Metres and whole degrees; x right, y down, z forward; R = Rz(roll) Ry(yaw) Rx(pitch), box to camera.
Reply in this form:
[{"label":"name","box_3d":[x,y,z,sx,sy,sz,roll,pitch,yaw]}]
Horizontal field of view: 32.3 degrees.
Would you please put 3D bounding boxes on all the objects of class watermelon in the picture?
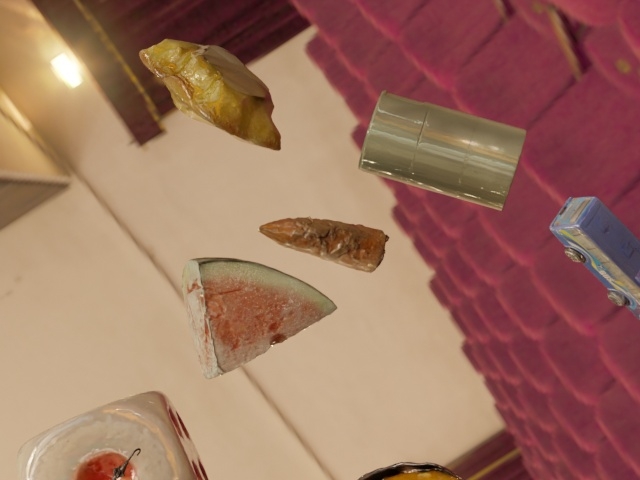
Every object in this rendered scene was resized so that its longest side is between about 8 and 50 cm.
[{"label":"watermelon","box_3d":[-0.123,0.144,1.884,0.262,0.201,0.213,15,165,-16]}]

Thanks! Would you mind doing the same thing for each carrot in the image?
[{"label":"carrot","box_3d":[0.000,0.000,2.193,0.263,0.102,0.102,11,-159,-19]}]

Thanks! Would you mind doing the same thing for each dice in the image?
[{"label":"dice","box_3d":[-0.395,0.469,2.167,0.304,0.304,0.277,89,155,-77]}]

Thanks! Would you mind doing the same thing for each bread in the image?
[{"label":"bread","box_3d":[-0.143,-0.212,1.561,0.161,0.088,0.233,10,-150,-42]}]

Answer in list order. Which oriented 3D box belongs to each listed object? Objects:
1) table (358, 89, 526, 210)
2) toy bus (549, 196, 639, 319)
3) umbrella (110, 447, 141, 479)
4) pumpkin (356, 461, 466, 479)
[{"label":"table","box_3d":[0.178,-0.133,1.621,0.220,0.126,0.126,17,177,7]},{"label":"toy bus","box_3d":[0.299,0.019,1.111,0.153,0.051,0.061,42,165,-15]},{"label":"umbrella","box_3d":[-0.322,0.375,1.680,0.022,0.149,0.022,34,173,26]},{"label":"pumpkin","box_3d":[0.145,0.509,1.783,0.256,0.303,0.225,-93,-23,-54]}]
